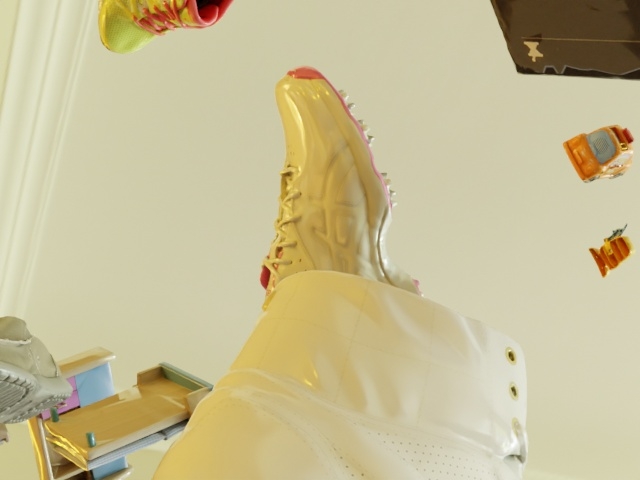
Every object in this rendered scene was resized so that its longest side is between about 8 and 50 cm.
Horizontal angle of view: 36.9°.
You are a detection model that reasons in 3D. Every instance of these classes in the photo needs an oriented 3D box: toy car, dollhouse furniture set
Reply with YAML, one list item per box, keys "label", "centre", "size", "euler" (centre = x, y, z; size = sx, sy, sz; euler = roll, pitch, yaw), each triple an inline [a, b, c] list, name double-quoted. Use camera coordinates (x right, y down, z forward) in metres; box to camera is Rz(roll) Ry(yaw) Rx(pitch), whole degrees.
- label: "toy car"
  centre: [0.213, -0.033, 0.677]
  size: [0.060, 0.122, 0.040]
  euler: [10, -33, -31]
- label: "dollhouse furniture set"
  centre: [-0.308, 0.300, 1.275]
  size: [0.286, 0.303, 0.198]
  euler: [-19, -70, -38]

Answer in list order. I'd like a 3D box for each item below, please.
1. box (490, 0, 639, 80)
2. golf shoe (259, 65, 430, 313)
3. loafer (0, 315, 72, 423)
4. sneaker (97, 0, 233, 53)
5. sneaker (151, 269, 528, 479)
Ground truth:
- label: "box"
  centre: [0.227, -0.249, 0.472]
  size: [0.343, 0.179, 0.312]
  euler: [15, -34, 45]
- label: "golf shoe"
  centre: [0.000, 0.000, 0.852]
  size: [0.140, 0.115, 0.306]
  euler: [-19, -87, -13]
- label: "loafer"
  centre: [-0.311, 0.120, 0.897]
  size: [0.094, 0.087, 0.251]
  euler: [-28, -12, -6]
- label: "sneaker"
  centre: [-0.139, -0.236, 0.930]
  size: [0.208, 0.094, 0.081]
  euler: [-32, -31, 29]
- label: "sneaker"
  centre: [0.082, 0.126, 0.388]
  size: [0.292, 0.169, 0.108]
  euler: [36, -42, -8]
